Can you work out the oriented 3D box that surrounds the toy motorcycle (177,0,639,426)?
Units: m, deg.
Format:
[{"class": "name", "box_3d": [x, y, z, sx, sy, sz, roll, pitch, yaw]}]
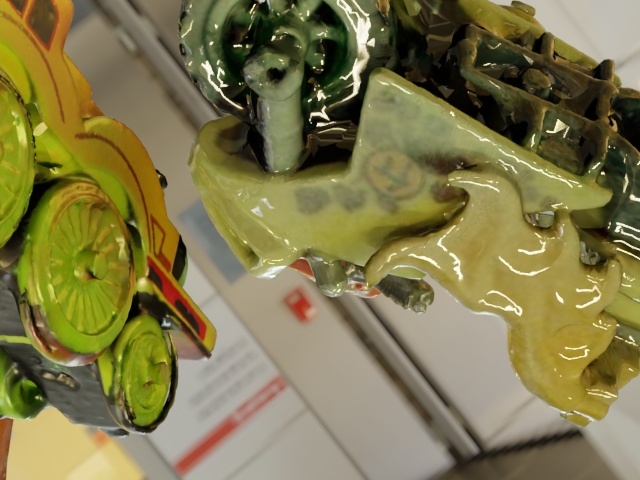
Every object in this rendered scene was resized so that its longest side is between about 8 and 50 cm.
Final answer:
[{"class": "toy motorcycle", "box_3d": [0.092, -0.032, 1.034, 0.237, 0.410, 0.169, 120, -10, -45]}]

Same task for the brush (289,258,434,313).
[{"class": "brush", "box_3d": [0.001, 0.000, 1.361, 0.323, 0.051, 0.070, 33, -82, 56]}]

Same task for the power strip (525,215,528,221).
[{"class": "power strip", "box_3d": [0.229, -0.032, 1.469, 0.265, 0.059, 0.193, -18, -156, 12]}]

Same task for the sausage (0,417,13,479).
[{"class": "sausage", "box_3d": [-0.307, 0.167, 1.480, 0.076, 0.076, 0.197, -41, 149, -53]}]

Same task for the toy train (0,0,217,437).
[{"class": "toy train", "box_3d": [-0.139, -0.017, 0.807, 0.100, 0.296, 0.160, 0, -122, 23]}]
